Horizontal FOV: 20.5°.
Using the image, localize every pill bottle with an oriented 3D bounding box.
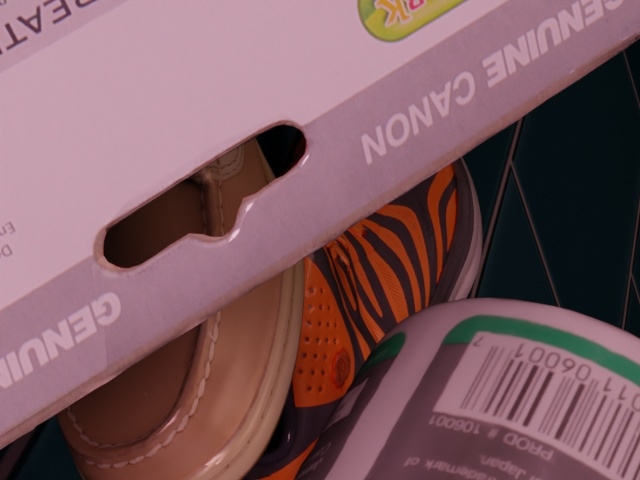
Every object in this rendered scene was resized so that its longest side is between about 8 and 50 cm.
[{"bbox_3d":[0.037,0.212,0.720,0.361,0.204,0.204,-56,134,-38],"label":"pill bottle"}]

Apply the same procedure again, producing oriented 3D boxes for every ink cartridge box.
[{"bbox_3d":[-0.096,-0.110,0.455,0.130,0.309,0.272,27,-35,62],"label":"ink cartridge box"}]

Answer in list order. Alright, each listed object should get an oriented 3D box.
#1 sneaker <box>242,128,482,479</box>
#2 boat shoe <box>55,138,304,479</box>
[{"bbox_3d":[0.000,0.000,0.937,0.180,0.124,0.321,57,30,-47],"label":"sneaker"},{"bbox_3d":[-0.091,-0.046,0.753,0.110,0.121,0.341,45,29,-49],"label":"boat shoe"}]
